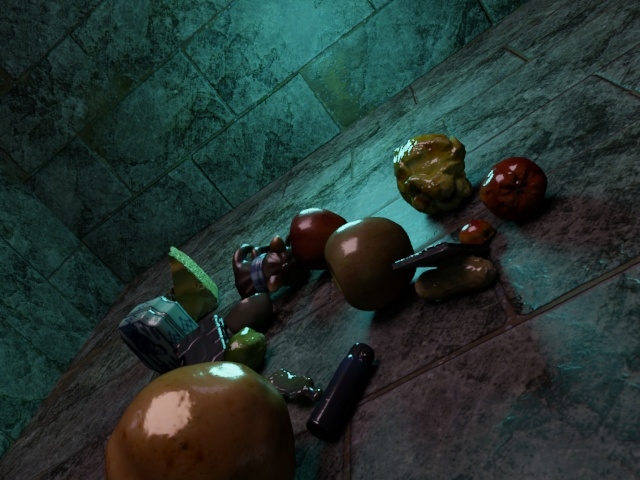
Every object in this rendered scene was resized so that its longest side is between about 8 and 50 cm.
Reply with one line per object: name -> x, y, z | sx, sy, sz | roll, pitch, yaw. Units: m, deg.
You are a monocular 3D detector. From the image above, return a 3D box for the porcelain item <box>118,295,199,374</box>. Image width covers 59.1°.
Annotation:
porcelain item -> -0.609, 0.371, 2.165 | 0.286, 0.281, 0.157 | -19, 25, 40

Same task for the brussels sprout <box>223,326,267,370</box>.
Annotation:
brussels sprout -> -0.234, 0.354, 1.762 | 0.155, 0.155, 0.117 | -42, 55, -9

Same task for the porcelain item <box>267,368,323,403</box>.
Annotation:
porcelain item -> -0.055, 0.381, 1.456 | 0.081, 0.069, 0.216 | -36, 14, -31

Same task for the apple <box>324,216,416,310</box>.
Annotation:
apple -> 0.143, 0.061, 1.550 | 0.234, 0.256, 0.257 | -21, 18, -6

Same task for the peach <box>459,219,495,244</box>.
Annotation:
peach -> 0.415, -0.025, 1.520 | 0.098, 0.061, 0.098 | -27, 16, 9

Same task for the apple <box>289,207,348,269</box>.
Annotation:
apple -> 0.000, 0.001, 1.987 | 0.234, 0.234, 0.234 | -34, 20, 14

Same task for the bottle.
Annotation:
bottle -> 0.054, 0.348, 1.325 | 0.244, 0.072, 0.082 | -55, 3, -38

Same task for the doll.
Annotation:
doll -> -0.189, 0.115, 2.155 | 0.340, 0.209, 0.317 | -21, 58, 46

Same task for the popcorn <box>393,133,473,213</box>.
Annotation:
popcorn -> 0.357, -0.203, 1.813 | 0.226, 0.276, 0.276 | -2, 21, -4

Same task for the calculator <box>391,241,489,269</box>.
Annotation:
calculator -> 0.305, 0.039, 1.413 | 0.161, 0.021, 0.262 | -25, -17, 36

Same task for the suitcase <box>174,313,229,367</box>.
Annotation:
suitcase -> -0.394, 0.398, 1.933 | 0.206, 0.066, 0.285 | -38, 35, 3

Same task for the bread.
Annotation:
bread -> -0.627, 0.223, 2.520 | 0.279, 0.315, 0.248 | -47, 17, 8

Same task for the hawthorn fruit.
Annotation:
hawthorn fruit -> 0.503, -0.131, 1.483 | 0.173, 0.173, 0.179 | -49, -5, -27

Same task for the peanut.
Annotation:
peanut -> 0.328, 0.092, 1.392 | 0.214, 0.099, 0.099 | -31, 20, 39

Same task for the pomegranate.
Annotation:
pomegranate -> -0.248, 0.438, 1.186 | 0.412, 0.411, 0.411 | -34, 20, 14

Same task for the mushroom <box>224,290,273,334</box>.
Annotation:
mushroom -> -0.246, 0.273, 1.986 | 0.188, 0.141, 0.117 | -37, 53, 18
